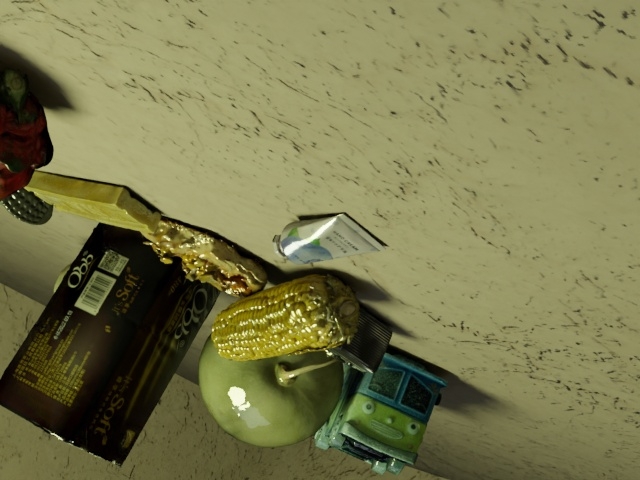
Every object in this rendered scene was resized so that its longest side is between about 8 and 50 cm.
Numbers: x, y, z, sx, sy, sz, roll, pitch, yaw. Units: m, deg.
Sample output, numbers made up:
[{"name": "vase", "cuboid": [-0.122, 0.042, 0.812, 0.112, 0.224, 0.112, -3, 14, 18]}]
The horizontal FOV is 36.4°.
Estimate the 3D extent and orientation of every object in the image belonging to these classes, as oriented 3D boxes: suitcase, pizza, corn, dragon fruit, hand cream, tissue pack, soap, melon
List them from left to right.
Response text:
[{"name": "dragon fruit", "cuboid": [-0.411, -0.123, 1.152, 0.182, 0.182, 0.188, 37, 171, -38]}, {"name": "soap", "cuboid": [-0.360, -0.062, 1.520, 0.252, 0.037, 0.092, 11, 159, 41]}, {"name": "tissue pack", "cuboid": [-0.355, 0.159, 1.643, 0.210, 0.370, 0.198, 22, 165, 31]}, {"name": "pizza", "cuboid": [-0.179, 0.033, 1.509, 0.226, 0.069, 0.147, 32, 165, -26]}, {"name": "melon", "cuboid": [-0.088, 0.237, 1.708, 0.271, 0.272, 0.308, 21, 170, 13]}, {"name": "corn", "cuboid": [-0.059, 0.118, 1.459, 0.115, 0.115, 0.317, 33, 148, -30]}, {"name": "hand cream", "cuboid": [0.000, 0.000, 1.178, 0.142, 0.053, 0.084, -6, 147, 43]}, {"name": "suitcase", "cuboid": [0.052, 0.148, 1.507, 0.059, 0.086, 0.126, 8, 158, 49]}]

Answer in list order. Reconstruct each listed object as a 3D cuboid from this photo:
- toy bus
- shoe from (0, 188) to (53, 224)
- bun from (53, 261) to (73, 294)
[{"name": "toy bus", "cuboid": [0.102, 0.315, 1.788, 0.152, 0.190, 0.312, 25, 165, -3]}, {"name": "shoe", "cuboid": [-0.525, -0.098, 1.603, 0.194, 0.074, 0.077, 39, 171, -35]}, {"name": "bun", "cuboid": [-0.401, 0.116, 1.946, 0.272, 0.168, 0.273, 20, 151, 11]}]
